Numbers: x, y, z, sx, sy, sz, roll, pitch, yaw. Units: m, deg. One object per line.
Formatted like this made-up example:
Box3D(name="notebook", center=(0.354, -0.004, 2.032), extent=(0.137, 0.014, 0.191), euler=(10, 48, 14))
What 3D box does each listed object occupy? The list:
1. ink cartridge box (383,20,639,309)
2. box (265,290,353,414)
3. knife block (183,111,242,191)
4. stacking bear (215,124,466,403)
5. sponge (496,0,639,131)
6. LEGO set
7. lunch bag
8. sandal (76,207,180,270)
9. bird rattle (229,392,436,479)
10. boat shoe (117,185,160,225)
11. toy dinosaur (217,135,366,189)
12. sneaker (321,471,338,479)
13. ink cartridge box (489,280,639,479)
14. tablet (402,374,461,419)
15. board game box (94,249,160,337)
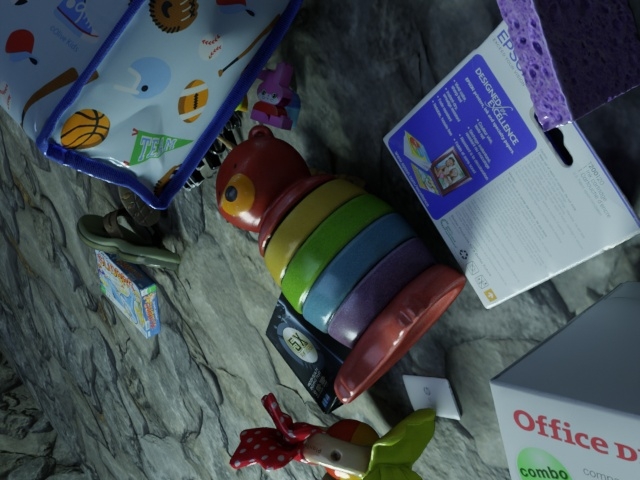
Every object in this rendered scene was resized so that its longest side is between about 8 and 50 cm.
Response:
Box3D(name="ink cartridge box", center=(0.170, -0.061, 0.686), extent=(0.206, 0.045, 0.208), euler=(60, 148, 7))
Box3D(name="box", center=(0.015, 0.117, 0.989), extent=(0.147, 0.077, 0.180), euler=(51, 145, 21))
Box3D(name="knife block", center=(-0.222, -0.217, 1.087), extent=(0.275, 0.088, 0.242), euler=(38, 138, 33))
Box3D(name="stacking bear", center=(0.000, 0.000, 0.822), extent=(0.289, 0.164, 0.175), euler=(44, 124, 15))
Box3D(name="sponge", center=(0.167, -0.194, 0.538), extent=(0.031, 0.117, 0.210), euler=(-11, 102, 54))
Box3D(name="LEGO set", center=(-0.095, -0.204, 0.918), extent=(0.227, 0.087, 0.093), euler=(23, 103, 33))
Box3D(name="lunch bag", center=(-0.207, -0.293, 0.819), extent=(0.328, 0.239, 0.385), euler=(42, 97, 30))
Box3D(name="sandal", center=(-0.344, -0.013, 1.396), extent=(0.302, 0.120, 0.086), euler=(17, 97, 46))
Box3D(name="bird rattle", center=(0.024, 0.274, 0.959), extent=(0.253, 0.207, 0.143), euler=(3, 76, 14))
Box3D(name="boat shoe", center=(-0.334, -0.110, 1.351), extent=(0.178, 0.064, 0.060), euler=(63, -179, -5))
Box3D(name="toy dinosaur", center=(-0.028, -0.068, 0.947), extent=(0.211, 0.064, 0.112), euler=(14, 118, 27))
Box3D(name="sneaker", center=(0.057, 0.443, 1.166), extent=(0.086, 0.064, 0.192), euler=(13, 122, 41))
Box3D(name="ink cartridge box", center=(0.283, 0.193, 0.557), extent=(0.198, 0.197, 0.270), euler=(3, 113, 53))
Box3D(name="tablet", center=(0.136, 0.193, 0.936), extent=(0.083, 0.006, 0.054), euler=(-9, 104, 55))
Box3D(name="board game box", center=(-0.410, 0.098, 1.605), extent=(0.201, 0.035, 0.136), euler=(35, 137, 37))
